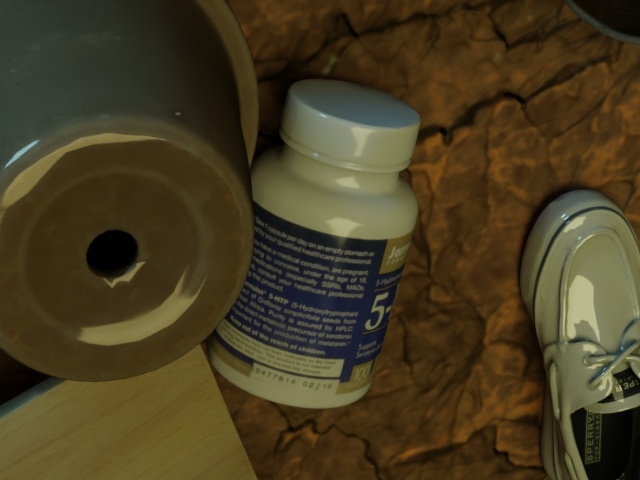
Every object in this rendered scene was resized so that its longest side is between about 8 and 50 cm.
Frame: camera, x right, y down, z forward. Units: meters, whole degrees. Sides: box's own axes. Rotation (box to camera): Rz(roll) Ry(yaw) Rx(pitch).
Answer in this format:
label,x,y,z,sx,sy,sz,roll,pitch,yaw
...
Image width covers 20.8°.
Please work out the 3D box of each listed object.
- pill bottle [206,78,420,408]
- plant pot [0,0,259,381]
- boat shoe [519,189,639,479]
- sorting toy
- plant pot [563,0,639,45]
label,x,y,z,sx,sy,sz,roll,pitch,yaw
pill bottle,0.000,0.000,1.097,0.112,0.112,0.186,5,114,-23
plant pot,-0.139,-0.037,0.959,0.263,0.229,0.263,-9,119,-16
boat shoe,0.203,0.089,1.234,0.095,0.084,0.258,-18,120,-11
sorting toy,-0.161,0.211,1.111,0.257,0.089,0.255,-30,110,-26
plant pot,0.264,-0.246,1.040,0.230,0.215,0.215,-19,121,-29
